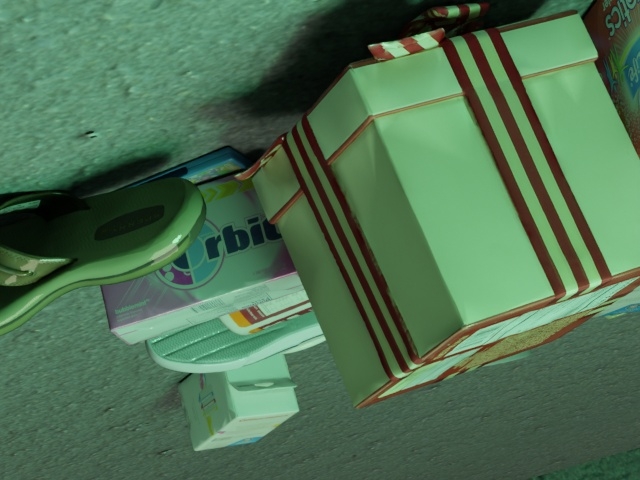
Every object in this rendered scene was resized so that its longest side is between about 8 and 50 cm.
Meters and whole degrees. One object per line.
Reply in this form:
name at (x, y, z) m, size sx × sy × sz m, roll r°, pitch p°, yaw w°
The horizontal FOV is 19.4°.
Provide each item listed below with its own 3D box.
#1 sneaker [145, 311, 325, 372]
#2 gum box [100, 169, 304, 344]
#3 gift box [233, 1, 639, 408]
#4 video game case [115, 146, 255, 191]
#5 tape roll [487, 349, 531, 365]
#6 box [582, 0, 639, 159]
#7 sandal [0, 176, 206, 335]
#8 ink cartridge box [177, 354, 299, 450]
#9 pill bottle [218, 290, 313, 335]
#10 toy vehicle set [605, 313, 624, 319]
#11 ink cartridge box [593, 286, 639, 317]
sneaker at (-0.068, 0.099, 2.056) m, size 0.258 × 0.094 × 0.091 m, roll -11°, pitch 157°, yaw -17°
gum box at (-0.106, 0.012, 1.690) m, size 0.188 × 0.107 × 0.062 m, roll -17°, pitch 162°, yaw 6°
gift box at (0.096, -0.037, 1.513) m, size 0.276 × 0.258 × 0.255 m, roll -14°, pitch 164°, yaw -32°
video game case at (-0.133, -0.037, 1.724) m, size 0.166 × 0.015 × 0.119 m, roll -20°, pitch 162°, yaw 16°
tape roll at (0.133, 0.111, 2.190) m, size 0.219 × 0.072 × 0.219 m, roll -8°, pitch -179°, yaw 0°
box at (0.323, -0.162, 1.508) m, size 0.142 × 0.154 × 0.300 m, roll -10°, pitch 162°, yaw -17°
sandal at (-0.247, -0.001, 1.623) m, size 0.303 × 0.120 × 0.086 m, roll -21°, pitch 134°, yaw 12°
ink cartridge box at (-0.098, 0.191, 2.314) m, size 0.092 × 0.090 × 0.143 m, roll -4°, pitch 158°, yaw -34°
pill bottle at (0.000, 0.000, 1.773) m, size 0.221 × 0.121 × 0.121 m, roll -22°, pitch 161°, yaw 18°
toy vehicle set at (0.467, 0.029, 2.391) m, size 0.267 × 0.035 × 0.166 m, roll -21°, pitch 162°, yaw 15°
ink cartridge box at (0.366, 0.023, 2.215) m, size 0.140 × 0.082 × 0.191 m, roll -6°, pitch 158°, yaw -29°
